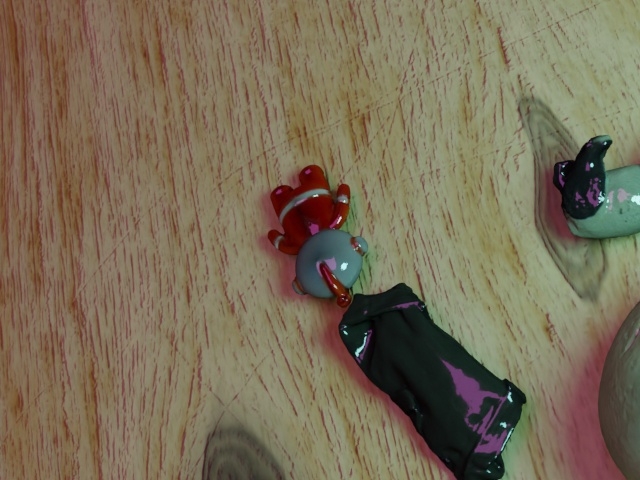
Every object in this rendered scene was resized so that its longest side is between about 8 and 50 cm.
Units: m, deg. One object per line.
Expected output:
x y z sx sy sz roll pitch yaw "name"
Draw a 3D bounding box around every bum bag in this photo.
0.146 0.171 1.569 0.142 0.079 0.326 -50 57 13 "bum bag"

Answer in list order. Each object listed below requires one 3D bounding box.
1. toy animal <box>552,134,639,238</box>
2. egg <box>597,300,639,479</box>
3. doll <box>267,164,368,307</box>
0.398 -0.071 1.504 0.225 0.094 0.121 -12 74 17 "toy animal"
0.411 0.170 1.282 0.337 0.201 0.337 -8 79 48 "egg"
0.000 0.000 1.729 0.142 0.076 0.245 -36 52 15 "doll"
